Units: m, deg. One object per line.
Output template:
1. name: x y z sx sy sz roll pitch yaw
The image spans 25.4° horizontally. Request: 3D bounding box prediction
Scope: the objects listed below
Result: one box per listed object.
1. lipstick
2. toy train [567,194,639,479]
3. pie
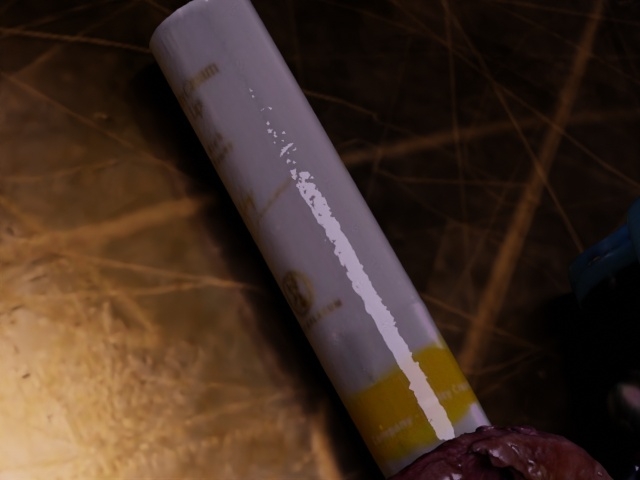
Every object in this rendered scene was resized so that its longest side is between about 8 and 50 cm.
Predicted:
1. lipstick: 0.000 0.000 0.686 0.059 0.059 0.264 -24 77 -29
2. toy train: 0.277 0.032 0.665 0.300 0.265 0.188 -7 69 -24
3. pie: 0.075 0.154 0.627 0.154 0.038 0.153 -6 104 -25
